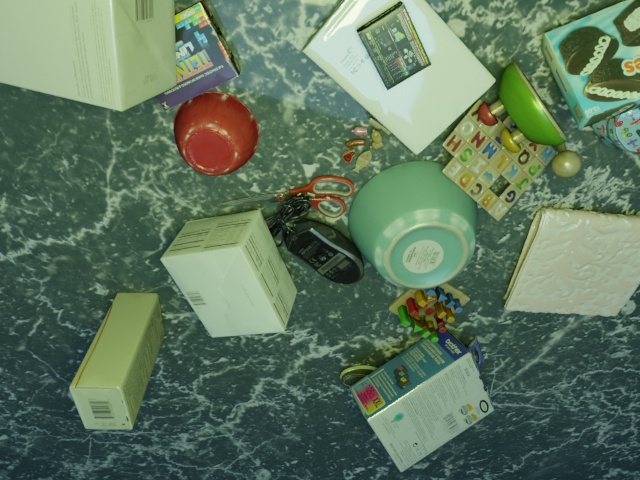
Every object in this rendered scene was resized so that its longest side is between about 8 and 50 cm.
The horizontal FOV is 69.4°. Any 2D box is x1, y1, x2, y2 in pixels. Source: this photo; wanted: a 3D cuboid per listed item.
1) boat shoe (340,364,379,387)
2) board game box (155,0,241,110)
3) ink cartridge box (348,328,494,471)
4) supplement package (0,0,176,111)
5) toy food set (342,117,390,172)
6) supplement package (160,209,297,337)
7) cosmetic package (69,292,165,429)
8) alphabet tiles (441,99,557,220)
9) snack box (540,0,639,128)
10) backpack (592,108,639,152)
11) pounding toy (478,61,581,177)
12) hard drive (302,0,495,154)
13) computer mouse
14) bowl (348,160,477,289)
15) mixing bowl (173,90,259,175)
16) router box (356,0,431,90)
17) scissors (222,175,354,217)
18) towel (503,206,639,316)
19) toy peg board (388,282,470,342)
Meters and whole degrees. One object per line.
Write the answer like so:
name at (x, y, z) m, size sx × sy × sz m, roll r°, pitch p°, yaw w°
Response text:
boat shoe at (0.172, 0.439, 1.415) m, size 0.224 × 0.073 × 0.080 m, roll 10°, pitch 121°, yaw -12°
board game box at (-0.259, -0.346, 0.873) m, size 0.171 × 0.048 × 0.141 m, roll -21°, pitch 121°, yaw 12°
ink cartridge box at (0.319, 0.437, 1.325) m, size 0.396 × 0.151 × 0.269 m, roll -31°, pitch 119°, yaw -4°
supplement package at (-0.411, -0.346, 0.749) m, size 0.293 × 0.177 × 0.175 m, roll 14°, pitch 124°, yaw 7°
toy food set at (0.090, -0.209, 1.000) m, size 0.078 × 0.019 × 0.122 m, roll 30°, pitch 126°, yaw -21°
supplement package at (-0.204, 0.084, 1.091) m, size 0.204 × 0.145 × 0.261 m, roll -8°, pitch 125°, yaw 20°
cosmetic package at (-0.486, 0.287, 1.145) m, size 0.113 × 0.309 × 0.160 m, roll 1°, pitch 123°, yaw -4°
alphabet tiles at (0.377, -0.182, 0.998) m, size 0.237 × 0.009 × 0.198 m, roll 35°, pitch 99°, yaw -23°
snack box at (0.596, -0.348, 0.828) m, size 0.322 × 0.186 × 0.060 m, roll -20°, pitch 166°, yaw 11°
backpack at (0.658, -0.254, 0.931) m, size 0.158 × 0.116 × 0.173 m, roll 38°, pitch 118°, yaw -24°
pounding toy at (0.397, -0.224, 0.911) m, size 0.110 × 0.182 × 0.237 m, roll -33°, pitch 123°, yaw 30°
hard drive at (0.155, -0.342, 0.895) m, size 0.319 × 0.040 × 0.210 m, roll 36°, pitch 116°, yaw -23°
computer mouse at (0.000, 0.000, 1.106) m, size 0.272 × 0.072 × 0.189 m, roll 39°, pitch 131°, yaw -18°
bowl at (0.227, -0.008, 1.056) m, size 0.312 × 0.163 × 0.311 m, roll -1°, pitch 124°, yaw -2°
mixing bowl at (-0.220, -0.202, 0.945) m, size 0.182 × 0.098 × 0.181 m, roll -1°, pitch 124°, yaw -1°
router box at (0.133, -0.351, 0.839) m, size 0.092 × 0.038 × 0.122 m, roll -26°, pitch 121°, yaw 16°
scissors at (-0.073, -0.110, 1.063) m, size 0.298 × 0.021 × 0.108 m, roll 6°, pitch 127°, yaw -5°
towel at (0.672, 0.063, 1.188) m, size 0.333 × 0.053 × 0.316 m, roll 4°, pitch 125°, yaw -4°
toy peg board at (0.299, 0.190, 1.246) m, size 0.161 × 0.079 × 0.160 m, roll 30°, pitch 119°, yaw -21°
